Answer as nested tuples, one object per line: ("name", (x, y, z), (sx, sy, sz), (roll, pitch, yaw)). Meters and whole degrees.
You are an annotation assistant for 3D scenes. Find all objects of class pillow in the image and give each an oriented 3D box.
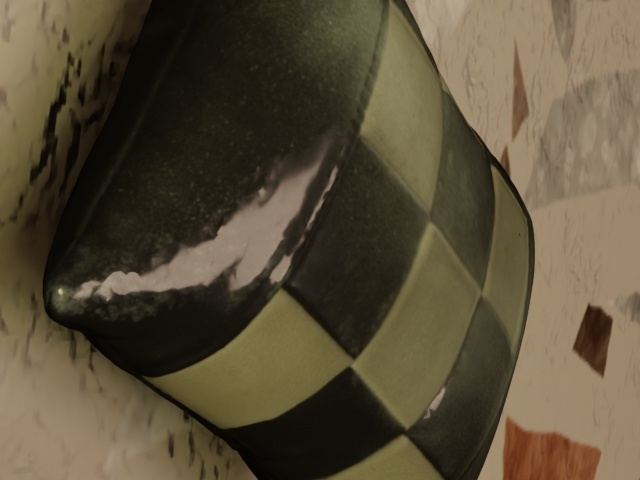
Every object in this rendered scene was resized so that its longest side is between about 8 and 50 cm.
("pillow", (0.000, 0.000, 0.557), (0.250, 0.106, 0.186), (53, 49, -49))
